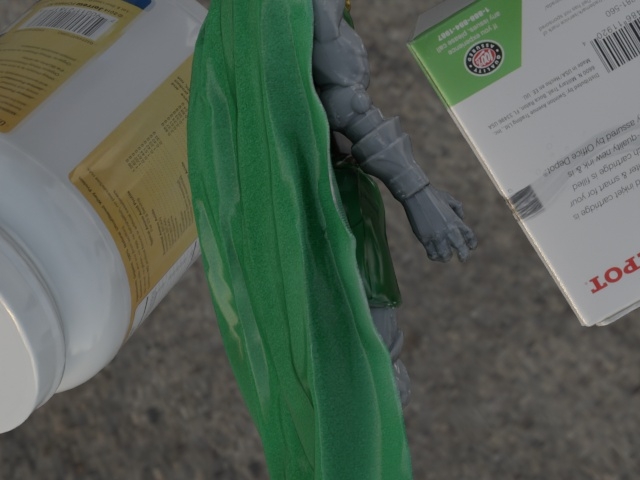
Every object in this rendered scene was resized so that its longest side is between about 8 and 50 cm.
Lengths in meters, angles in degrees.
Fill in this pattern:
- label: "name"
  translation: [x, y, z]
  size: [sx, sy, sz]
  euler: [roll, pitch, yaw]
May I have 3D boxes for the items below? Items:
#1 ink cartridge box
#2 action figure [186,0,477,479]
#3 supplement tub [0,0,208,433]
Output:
- label: "ink cartridge box"
  translation: [0.180, -0.081, 1.114]
  size: [0.160, 0.092, 0.219]
  euler: [-29, 102, 14]
- label: "action figure"
  translation: [0.000, 0.000, 0.523]
  size: [0.063, 0.137, 0.232]
  euler: [-7, 86, -22]
- label: "supplement tub"
  translation: [-0.126, -0.020, 0.817]
  size: [0.144, 0.200, 0.144]
  euler: [18, 133, 21]
